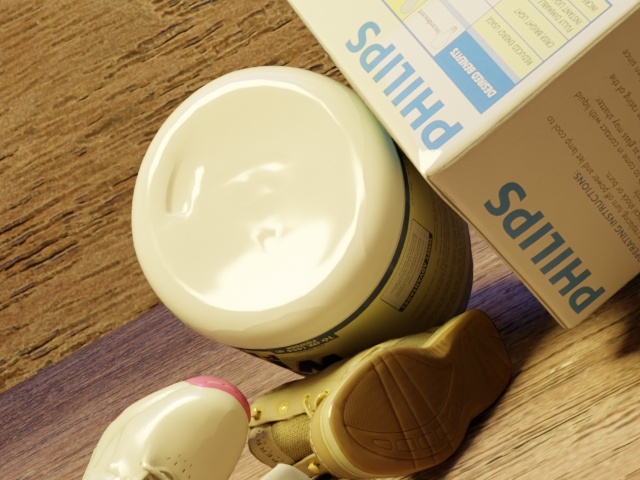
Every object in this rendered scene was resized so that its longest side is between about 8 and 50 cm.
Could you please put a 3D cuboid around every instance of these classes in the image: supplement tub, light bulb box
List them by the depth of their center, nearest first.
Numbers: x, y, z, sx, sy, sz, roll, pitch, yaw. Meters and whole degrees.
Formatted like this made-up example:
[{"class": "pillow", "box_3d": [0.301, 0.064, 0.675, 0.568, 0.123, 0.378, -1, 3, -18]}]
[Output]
[{"class": "light bulb box", "box_3d": [0.198, -0.194, 1.300, 0.361, 0.225, 0.358, -40, 41, 6]}, {"class": "supplement tub", "box_3d": [0.000, 0.000, 1.487, 0.235, 0.235, 0.325, -29, -21, 12]}]

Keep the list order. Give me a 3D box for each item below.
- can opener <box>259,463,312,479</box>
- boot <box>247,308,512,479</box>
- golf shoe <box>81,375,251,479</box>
[{"class": "can opener", "box_3d": [-0.083, 0.249, 1.126, 0.283, 0.076, 0.095, -37, 9, -33]}, {"class": "boot", "box_3d": [0.016, 0.144, 1.330, 0.203, 0.095, 0.262, -25, 3, 32]}, {"class": "golf shoe", "box_3d": [-0.165, 0.241, 1.350, 0.306, 0.115, 0.140, -47, 18, 7]}]
